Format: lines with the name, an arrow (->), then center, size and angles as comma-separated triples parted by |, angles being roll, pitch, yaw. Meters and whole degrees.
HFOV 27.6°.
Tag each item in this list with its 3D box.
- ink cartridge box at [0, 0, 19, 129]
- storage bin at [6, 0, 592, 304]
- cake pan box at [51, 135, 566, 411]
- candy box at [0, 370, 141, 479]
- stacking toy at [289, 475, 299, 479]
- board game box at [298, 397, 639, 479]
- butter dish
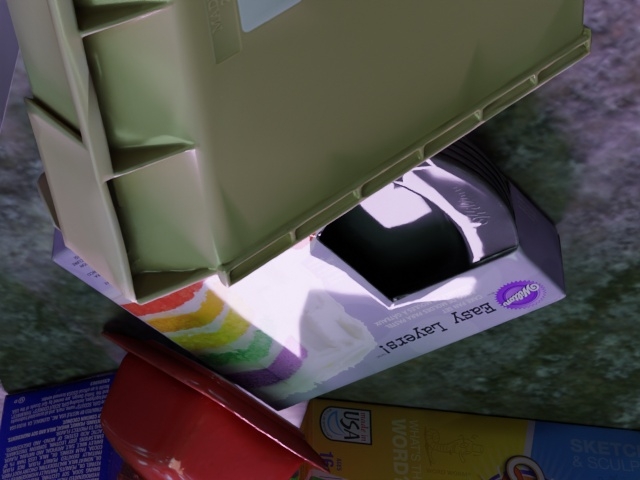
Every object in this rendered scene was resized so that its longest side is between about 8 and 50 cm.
ink cartridge box -> -0.304, -0.120, 0.618 | 0.270, 0.198, 0.197 | -18, 137, 22
storage bin -> -0.016, -0.148, 0.501 | 0.260, 0.123, 0.262 | -33, 138, -27
cake pan box -> 0.000, 0.000, 0.873 | 0.267, 0.070, 0.246 | -24, 138, 27
candy box -> -0.160, 0.311, 1.058 | 0.122, 0.317, 0.268 | -14, 139, 17
stacking toy -> 0.002, 0.307, 1.265 | 0.167, 0.052, 0.221 | 18, 137, -21
board game box -> 0.141, 0.257, 1.055 | 0.317, 0.242, 0.064 | 6, 139, -9
butter dish -> -0.102, 0.158, 0.986 | 0.160, 0.118, 0.160 | 39, 168, -38
